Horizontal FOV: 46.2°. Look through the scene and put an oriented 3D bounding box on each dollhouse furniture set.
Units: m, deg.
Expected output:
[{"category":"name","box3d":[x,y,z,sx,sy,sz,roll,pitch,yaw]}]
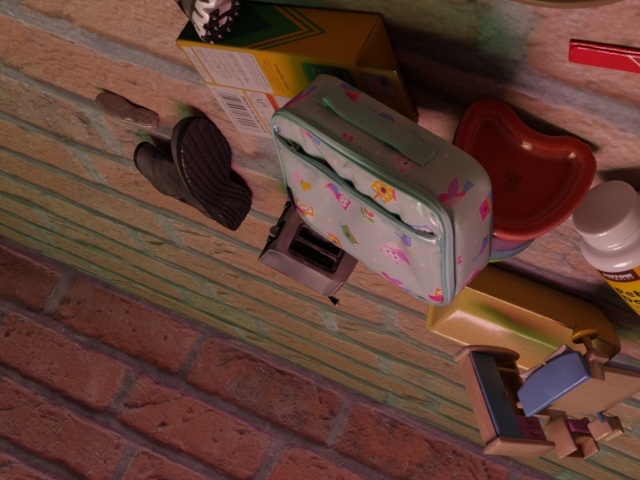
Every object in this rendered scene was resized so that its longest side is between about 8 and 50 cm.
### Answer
[{"category":"dollhouse furniture set","box3d":[0.440,0.229,1.326,0.286,0.198,0.303,12,137,-29]}]

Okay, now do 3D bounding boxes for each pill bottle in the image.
[{"category":"pill bottle","box3d":[0.417,0.017,0.968,0.215,0.117,0.117,38,157,-30]}]

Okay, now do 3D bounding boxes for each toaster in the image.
[{"category":"toaster","box3d":[0.000,0.000,1.374,0.186,0.168,0.110,29,160,-4]}]

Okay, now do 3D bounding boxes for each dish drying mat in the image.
[{"category":"dish drying mat","box3d":[0.296,-0.187,0.768,0.083,0.008,0.032,16,159,26]}]

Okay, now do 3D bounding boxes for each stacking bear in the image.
[{"category":"stacking bear","box3d":[0.218,-0.043,1.028,0.175,0.164,0.289,26,165,1]}]

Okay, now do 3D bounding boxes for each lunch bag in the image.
[{"category":"lunch bag","box3d":[0.064,-0.061,0.874,0.279,0.108,0.224,34,159,28]}]

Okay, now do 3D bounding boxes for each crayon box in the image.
[{"category":"crayon box","box3d":[-0.004,-0.206,0.987,0.323,0.083,0.203,16,158,29]}]

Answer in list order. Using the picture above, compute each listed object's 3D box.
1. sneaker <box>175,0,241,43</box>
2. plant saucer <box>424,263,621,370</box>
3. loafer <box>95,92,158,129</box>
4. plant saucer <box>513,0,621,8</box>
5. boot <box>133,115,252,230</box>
[{"category":"sneaker","box3d":[-0.127,-0.327,0.835,0.106,0.078,0.234,44,150,3]},{"category":"plant saucer","box3d":[0.373,0.150,1.421,0.333,0.081,0.332,21,161,14]},{"category":"loafer","box3d":[-0.366,-0.239,1.419,0.125,0.045,0.039,23,167,2]},{"category":"plant saucer","box3d":[0.177,-0.297,0.592,0.278,0.041,0.278,23,161,8]},{"category":"boot","box3d":[-0.280,-0.143,1.459,0.223,0.118,0.338,25,157,20]}]
